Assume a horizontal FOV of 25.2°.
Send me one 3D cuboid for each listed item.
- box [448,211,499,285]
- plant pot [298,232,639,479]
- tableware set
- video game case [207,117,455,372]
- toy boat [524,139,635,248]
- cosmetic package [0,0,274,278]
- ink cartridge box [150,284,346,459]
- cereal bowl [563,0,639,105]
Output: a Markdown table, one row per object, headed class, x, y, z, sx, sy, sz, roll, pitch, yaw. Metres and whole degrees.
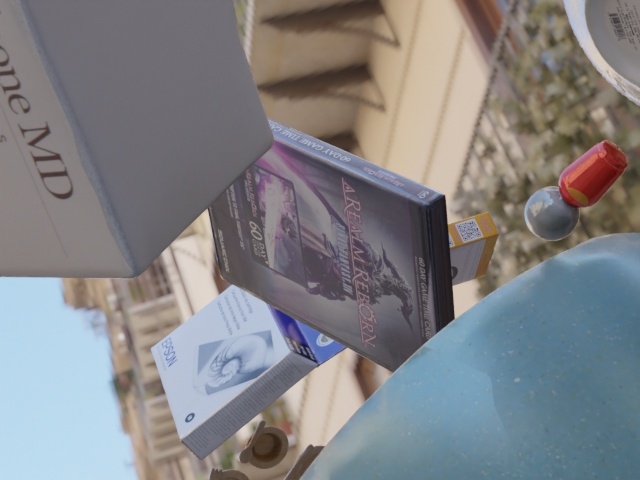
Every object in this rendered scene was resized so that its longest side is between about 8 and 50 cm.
| class | x | y | z | sx | sy | sz | roll | pitch | yaw |
| --- | --- | --- | --- | --- | --- | --- | --- | --- | --- |
| box | 0.085 | 0.022 | 1.253 | 0.136 | 0.028 | 0.081 | -15 | -26 | -12 |
| plant pot | 0.130 | 0.171 | 0.615 | 0.290 | 0.195 | 0.290 | -30 | -36 | -24 |
| tableware set | -0.057 | 0.299 | 1.751 | 0.169 | 0.020 | 0.141 | 31 | -89 | -28 |
| video game case | 0.000 | 0.000 | 1.189 | 0.026 | 0.274 | 0.196 | -34 | -47 | -31 |
| toy boat | 0.351 | 0.038 | 1.669 | 0.267 | 0.318 | 0.148 | 12 | -47 | -40 |
| cosmetic package | -0.280 | -0.111 | 0.849 | 0.453 | 0.161 | 0.230 | -1 | -59 | 32 |
| ink cartridge box | -0.086 | 0.122 | 1.670 | 0.224 | 0.223 | 0.045 | -38 | -62 | 2 |
| cereal bowl | 0.399 | -0.266 | 1.587 | 0.141 | 0.339 | 0.339 | -40 | -18 | -31 |
